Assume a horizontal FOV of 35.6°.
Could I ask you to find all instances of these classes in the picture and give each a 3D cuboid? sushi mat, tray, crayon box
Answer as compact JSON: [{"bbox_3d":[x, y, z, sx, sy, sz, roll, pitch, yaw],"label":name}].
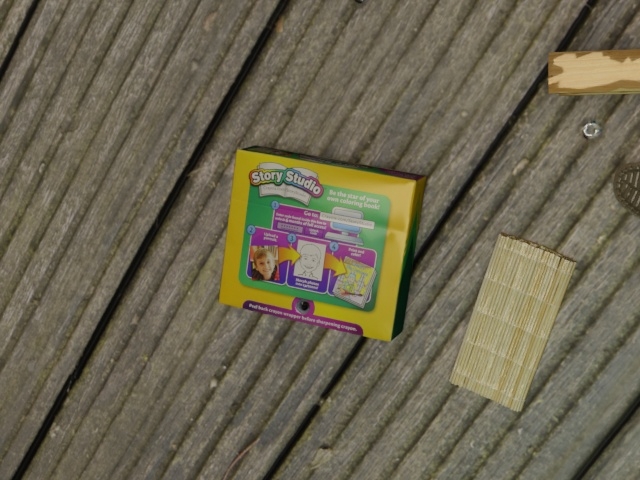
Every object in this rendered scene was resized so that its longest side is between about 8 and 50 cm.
[{"bbox_3d":[0.359,0.154,1.878,0.151,0.019,0.317,21,105,16],"label":"sushi mat"},{"bbox_3d":[0.592,-0.279,1.627,0.410,0.203,0.076,2,101,19],"label":"tray"},{"bbox_3d":[0.000,0.000,1.933,0.362,0.106,0.313,12,101,17],"label":"crayon box"}]

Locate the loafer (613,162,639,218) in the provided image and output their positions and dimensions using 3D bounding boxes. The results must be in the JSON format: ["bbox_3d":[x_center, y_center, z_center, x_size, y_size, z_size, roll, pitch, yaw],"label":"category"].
[{"bbox_3d":[0.636,-0.066,1.711,0.268,0.092,0.102,23,107,31],"label":"loafer"}]
